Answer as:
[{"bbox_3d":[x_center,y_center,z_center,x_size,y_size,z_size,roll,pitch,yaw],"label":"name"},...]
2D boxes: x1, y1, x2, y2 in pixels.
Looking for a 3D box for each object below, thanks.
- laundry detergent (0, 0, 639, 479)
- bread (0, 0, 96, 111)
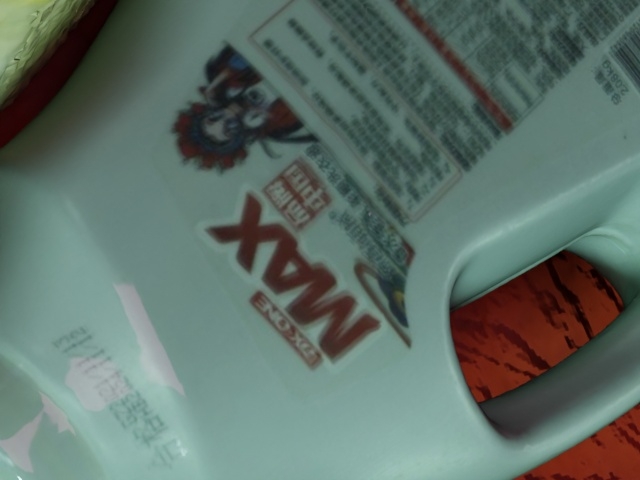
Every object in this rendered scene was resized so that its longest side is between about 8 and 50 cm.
[{"bbox_3d":[0.000,0.000,0.629,0.264,0.125,0.398,50,56,-5],"label":"laundry detergent"},{"bbox_3d":[-0.149,-0.253,0.630,0.323,0.143,0.333,41,56,-12],"label":"bread"}]
